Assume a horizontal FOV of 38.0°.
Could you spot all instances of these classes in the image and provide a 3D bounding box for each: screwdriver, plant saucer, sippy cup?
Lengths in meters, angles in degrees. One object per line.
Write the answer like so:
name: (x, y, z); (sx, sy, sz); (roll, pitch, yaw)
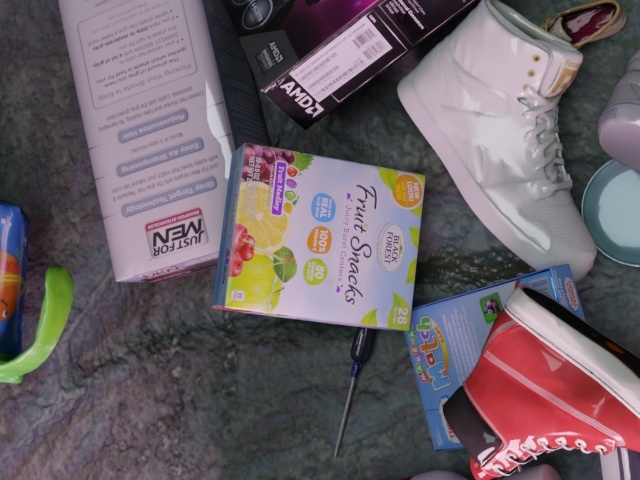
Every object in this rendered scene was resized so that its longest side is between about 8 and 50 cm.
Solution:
screwdriver: (0.033, 0.169, 1.069); (0.025, 0.024, 0.169); (17, 96, -9)
plant saucer: (0.333, -0.032, 0.964); (0.119, 0.021, 0.119); (-1, 87, 20)
sippy cup: (-0.472, 0.052, 1.169); (0.306, 0.240, 0.224); (12, 79, -17)

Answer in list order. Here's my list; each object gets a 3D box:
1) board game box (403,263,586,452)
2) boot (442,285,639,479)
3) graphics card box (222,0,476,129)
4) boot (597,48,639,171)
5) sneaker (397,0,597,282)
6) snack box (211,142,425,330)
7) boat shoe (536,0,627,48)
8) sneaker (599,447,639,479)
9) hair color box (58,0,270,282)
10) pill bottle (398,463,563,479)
board game box: (0.183, 0.127, 0.955); (0.211, 0.039, 0.160); (-22, 79, 47)
boot: (0.230, 0.178, 0.823); (0.244, 0.088, 0.176); (37, 106, 31)
graphics card box: (0.069, -0.317, 0.996); (0.371, 0.094, 0.232); (-35, 51, 17)
boot: (0.402, -0.095, 0.904); (0.258, 0.095, 0.123); (30, 65, -3)
sneaker: (0.215, -0.111, 0.943); (0.292, 0.108, 0.169); (54, 127, 15)
snack box: (0.000, 0.000, 0.997); (0.207, 0.070, 0.174); (8, 83, -19)
boat shoe: (0.256, -0.221, 0.988); (0.135, 0.045, 0.050); (-26, 79, 18)
sneaker: (0.344, 0.273, 0.891); (0.128, 0.126, 0.321); (-8, 83, 26)
hair color box: (-0.177, -0.151, 1.113); (0.185, 0.114, 0.374); (-16, 82, 20)
pill bottle: (0.067, 0.369, 0.936); (0.408, 0.229, 0.229); (-23, 80, 18)
